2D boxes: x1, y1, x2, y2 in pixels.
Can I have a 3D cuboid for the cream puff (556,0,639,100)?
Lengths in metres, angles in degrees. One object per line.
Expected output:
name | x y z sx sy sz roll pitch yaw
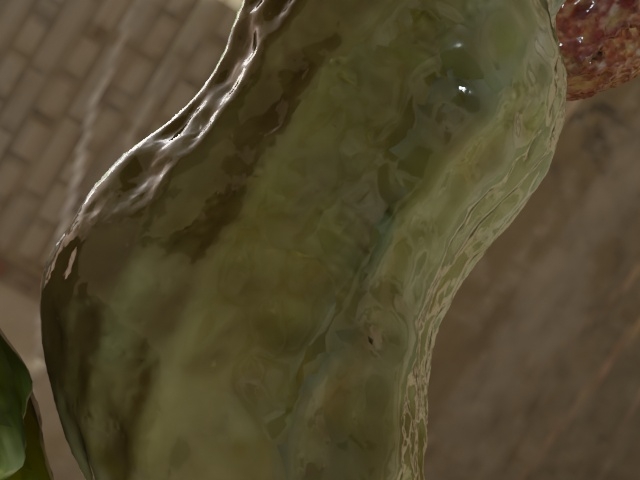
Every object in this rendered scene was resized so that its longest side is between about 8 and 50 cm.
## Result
cream puff | 0.156 -0.188 1.151 0.240 0.164 0.240 -42 143 -43

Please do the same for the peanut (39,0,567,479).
peanut | -0.010 0.000 0.712 0.143 0.159 0.291 116 -6 -75

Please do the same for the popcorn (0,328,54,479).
popcorn | -0.214 0.063 0.688 0.225 0.276 0.276 -29 -159 0
